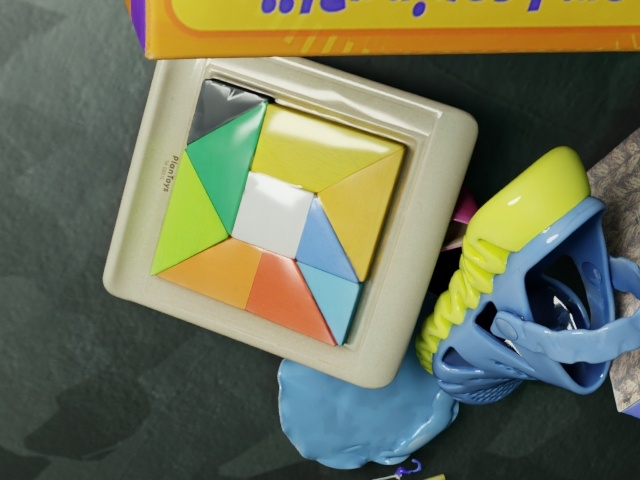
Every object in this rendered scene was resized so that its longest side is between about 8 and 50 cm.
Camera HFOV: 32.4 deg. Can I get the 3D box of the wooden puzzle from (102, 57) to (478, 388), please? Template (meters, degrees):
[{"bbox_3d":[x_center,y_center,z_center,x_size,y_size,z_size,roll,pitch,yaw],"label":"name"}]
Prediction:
[{"bbox_3d":[-0.028,-0.022,0.812,0.238,0.044,0.221,18,104,5],"label":"wooden puzzle"}]

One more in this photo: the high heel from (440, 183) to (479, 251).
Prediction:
[{"bbox_3d":[0.000,0.000,0.853,0.244,0.117,0.082,-13,120,-9],"label":"high heel"}]

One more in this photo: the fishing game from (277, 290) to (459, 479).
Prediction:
[{"bbox_3d":[0.047,0.117,0.976,0.189,0.041,0.264,-18,115,-15],"label":"fishing game"}]

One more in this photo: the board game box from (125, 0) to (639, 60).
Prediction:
[{"bbox_3d":[0.066,-0.318,0.567,0.356,0.356,0.356,-3,117,-14],"label":"board game box"}]

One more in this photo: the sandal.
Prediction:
[{"bbox_3d":[0.163,0.068,0.846,0.126,0.138,0.317,-35,160,-17],"label":"sandal"}]

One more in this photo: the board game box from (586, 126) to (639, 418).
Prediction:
[{"bbox_3d":[0.373,0.053,0.902,0.291,0.232,0.141,23,133,-25],"label":"board game box"}]
